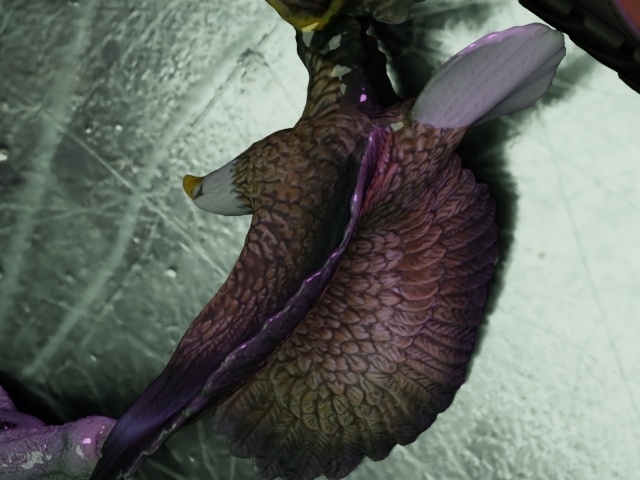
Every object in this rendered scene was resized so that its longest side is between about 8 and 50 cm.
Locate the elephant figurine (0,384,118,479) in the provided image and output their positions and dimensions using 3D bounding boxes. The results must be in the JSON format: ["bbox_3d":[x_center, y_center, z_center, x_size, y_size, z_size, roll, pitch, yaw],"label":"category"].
[{"bbox_3d":[-0.226,0.153,1.080,0.239,0.186,0.169,-15,128,-8],"label":"elephant figurine"}]

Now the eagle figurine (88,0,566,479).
[{"bbox_3d":[-0.005,0.000,0.970,0.226,0.225,0.298,6,86,-13],"label":"eagle figurine"}]

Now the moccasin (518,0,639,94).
[{"bbox_3d":[0.106,-0.203,0.882,0.380,0.139,0.147,30,90,-21],"label":"moccasin"}]
